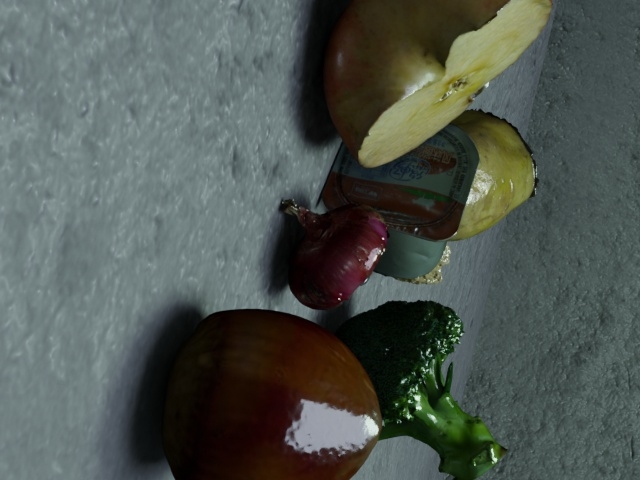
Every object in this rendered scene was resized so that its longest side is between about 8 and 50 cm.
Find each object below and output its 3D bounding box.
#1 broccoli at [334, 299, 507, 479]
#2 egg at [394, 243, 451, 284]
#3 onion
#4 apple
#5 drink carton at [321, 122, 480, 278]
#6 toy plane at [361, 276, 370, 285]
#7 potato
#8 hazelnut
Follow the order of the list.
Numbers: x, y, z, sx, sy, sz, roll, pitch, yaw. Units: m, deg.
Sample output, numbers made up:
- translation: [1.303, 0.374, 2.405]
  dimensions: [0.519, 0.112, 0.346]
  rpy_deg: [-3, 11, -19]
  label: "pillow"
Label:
- translation: [0.127, 0.236, 1.314]
  dimensions: [0.297, 0.297, 0.297]
  rpy_deg: [-38, 167, -10]
  label: "broccoli"
- translation: [0.152, 0.011, 1.465]
  dimensions: [0.116, 0.118, 0.140]
  rpy_deg: [-42, 126, -15]
  label: "egg"
- translation: [0.000, 0.000, 1.059]
  dimensions: [0.150, 0.140, 0.150]
  rpy_deg: [-45, -159, 23]
  label: "onion"
- translation: [0.116, -0.241, 1.063]
  dimensions: [0.293, 0.163, 0.251]
  rpy_deg: [-41, 168, 23]
  label: "apple"
- translation: [0.121, -0.052, 1.242]
  dimensions: [0.189, 0.185, 0.191]
  rpy_deg: [77, 29, -59]
  label: "drink carton"
- translation: [0.070, 0.037, 1.383]
  dimensions: [0.078, 0.031, 0.083]
  rpy_deg: [80, 28, -50]
  label: "toy plane"
- translation: [0.247, -0.106, 1.595]
  dimensions: [0.266, 0.229, 0.229]
  rpy_deg: [-27, 129, -48]
  label: "potato"
- translation: [-0.045, 0.165, 0.843]
  dimensions: [0.208, 0.208, 0.208]
  rpy_deg: [13, 90, -72]
  label: "hazelnut"
